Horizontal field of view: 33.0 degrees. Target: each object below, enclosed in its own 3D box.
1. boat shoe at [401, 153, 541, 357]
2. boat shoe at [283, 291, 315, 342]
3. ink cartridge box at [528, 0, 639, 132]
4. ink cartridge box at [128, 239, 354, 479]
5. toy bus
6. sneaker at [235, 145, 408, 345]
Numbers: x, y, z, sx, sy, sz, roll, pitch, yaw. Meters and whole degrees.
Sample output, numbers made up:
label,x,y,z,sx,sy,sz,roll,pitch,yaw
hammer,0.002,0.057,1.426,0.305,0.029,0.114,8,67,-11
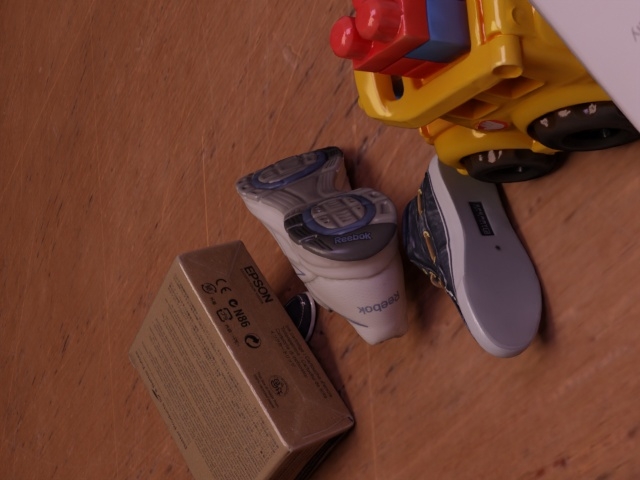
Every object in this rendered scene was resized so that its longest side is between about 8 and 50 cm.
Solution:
label,x,y,z,sx,sy,sz,roll,pitch,yaw
boat shoe,0.113,0.021,0.832,0.083,0.065,0.183,119,148,-50
boat shoe,-0.042,0.098,1.140,0.125,0.038,0.046,-56,41,45
ink cartridge box,0.266,-0.032,0.295,0.166,0.285,0.395,-64,36,37
ink cartridge box,-0.090,0.150,1.114,0.235,0.088,0.193,57,141,21
toy bus,0.093,-0.128,0.716,0.220,0.211,0.149,-25,67,61
sneaker,0.000,0.000,0.996,0.297,0.111,0.129,-122,13,-64
